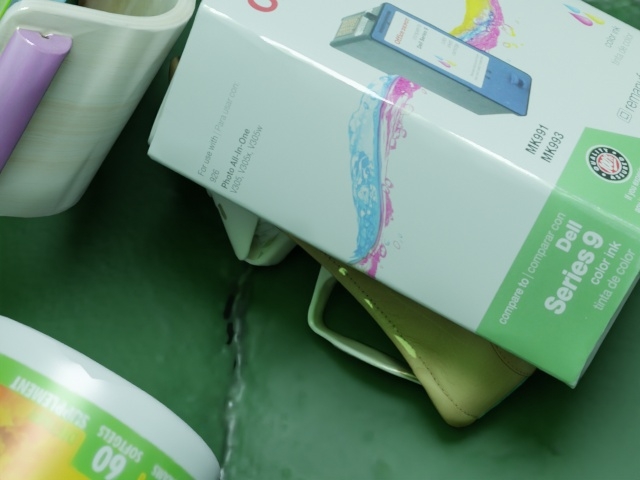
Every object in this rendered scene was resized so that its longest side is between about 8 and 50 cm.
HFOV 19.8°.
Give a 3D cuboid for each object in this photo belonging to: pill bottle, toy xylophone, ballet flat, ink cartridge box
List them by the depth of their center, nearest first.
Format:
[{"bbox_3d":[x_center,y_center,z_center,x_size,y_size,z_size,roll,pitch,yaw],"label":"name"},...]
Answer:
[{"bbox_3d":[-0.158,0.166,0.762,0.136,0.136,0.245,26,72,15],"label":"pill bottle"},{"bbox_3d":[0.053,-0.055,0.809,0.212,0.093,0.154,27,38,7],"label":"ink cartridge box"},{"bbox_3d":[-0.106,-0.164,0.835,0.081,0.236,0.322,20,30,-23],"label":"toy xylophone"},{"bbox_3d":[0.000,0.000,0.856,0.232,0.080,0.073,40,106,21],"label":"ballet flat"}]
